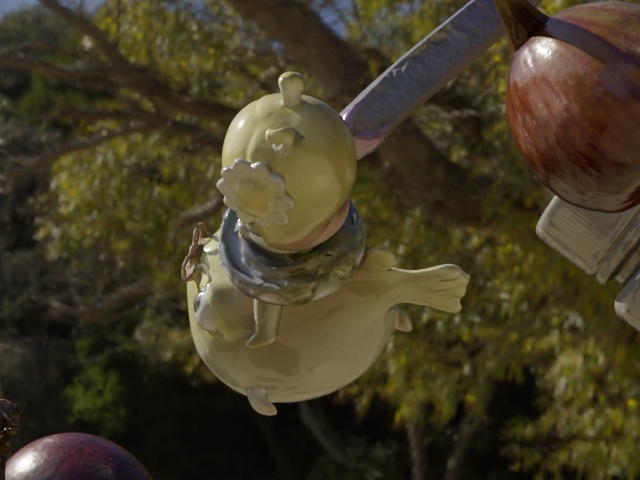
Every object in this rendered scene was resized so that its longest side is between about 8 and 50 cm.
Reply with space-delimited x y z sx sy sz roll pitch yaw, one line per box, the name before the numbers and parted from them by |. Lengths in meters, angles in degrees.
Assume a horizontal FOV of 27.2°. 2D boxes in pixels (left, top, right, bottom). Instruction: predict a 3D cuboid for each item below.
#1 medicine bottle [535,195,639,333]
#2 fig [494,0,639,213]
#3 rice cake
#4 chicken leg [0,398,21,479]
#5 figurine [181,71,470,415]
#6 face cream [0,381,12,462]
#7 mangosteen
medicine bottle | 0.398 0.027 1.311 0.340 0.208 0.208 38 -15 11
fig | 0.206 -0.127 1.037 0.207 0.175 0.175 41 -14 13
rice cake | 0.148 -0.222 1.589 0.064 0.399 0.070 48 -26 -2
chicken leg | -0.297 0.214 1.101 0.101 0.207 0.085 35 -52 -25
figurine | 0.000 0.000 1.204 0.275 0.226 0.394 6 -34 8
face cream | -0.464 0.171 1.697 0.137 0.341 0.084 -22 -21 7
mangosteen | -0.290 0.318 1.442 0.215 0.215 0.257 4 -3 31
